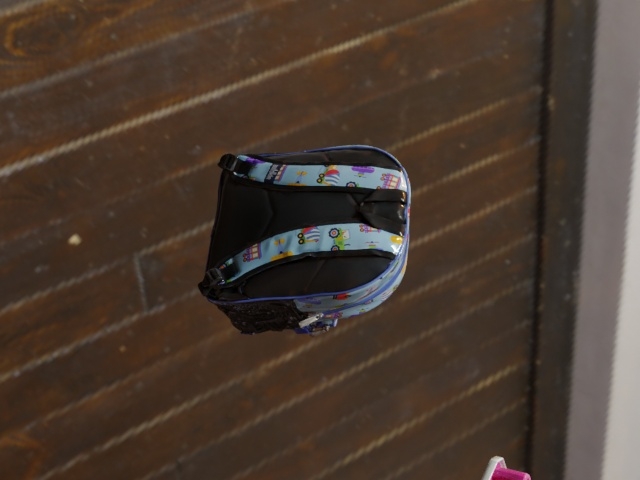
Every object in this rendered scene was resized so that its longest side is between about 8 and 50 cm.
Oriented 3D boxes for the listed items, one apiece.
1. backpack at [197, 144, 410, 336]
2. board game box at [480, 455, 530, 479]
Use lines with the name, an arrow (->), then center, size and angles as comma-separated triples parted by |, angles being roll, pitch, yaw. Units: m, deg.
backpack -> 0.000, 0.000, 1.034 | 0.117, 0.173, 0.158 | 57, 32, -54
board game box -> 0.190, 0.514, 1.420 | 0.390, 0.050, 0.390 | -60, 144, -31
